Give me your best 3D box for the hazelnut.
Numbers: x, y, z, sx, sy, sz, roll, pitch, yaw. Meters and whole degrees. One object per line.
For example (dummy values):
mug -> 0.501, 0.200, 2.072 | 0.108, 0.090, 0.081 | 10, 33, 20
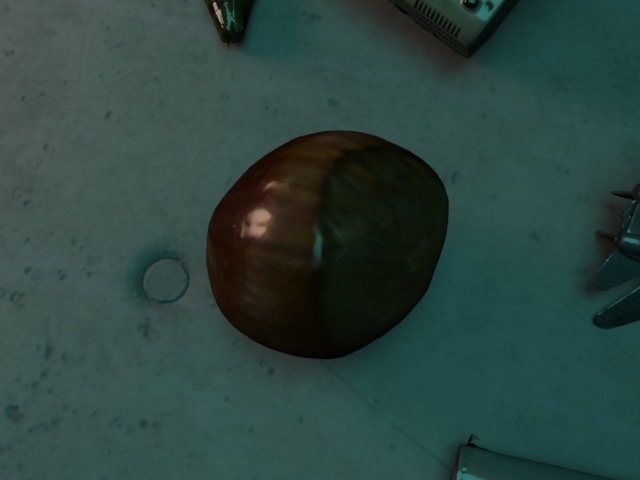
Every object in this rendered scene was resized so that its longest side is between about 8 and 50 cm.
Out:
hazelnut -> 0.000, 0.000, 0.542 | 0.214, 0.176, 0.214 | -9, 36, 7

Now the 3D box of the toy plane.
toy plane -> 0.397, 0.016, 0.581 | 0.267, 0.088, 0.212 | 19, 96, 2

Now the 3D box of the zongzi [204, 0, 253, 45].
zongzi -> -0.081, -0.254, 0.690 | 0.083, 0.040, 0.076 | -18, 80, -25

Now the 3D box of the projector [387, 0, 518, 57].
projector -> 0.153, -0.343, 0.630 | 0.198, 0.108, 0.250 | 40, 100, 6

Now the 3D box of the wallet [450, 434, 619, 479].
wallet -> 0.208, 0.269, 0.513 | 0.231, 0.069, 0.170 | 12, 69, 9
